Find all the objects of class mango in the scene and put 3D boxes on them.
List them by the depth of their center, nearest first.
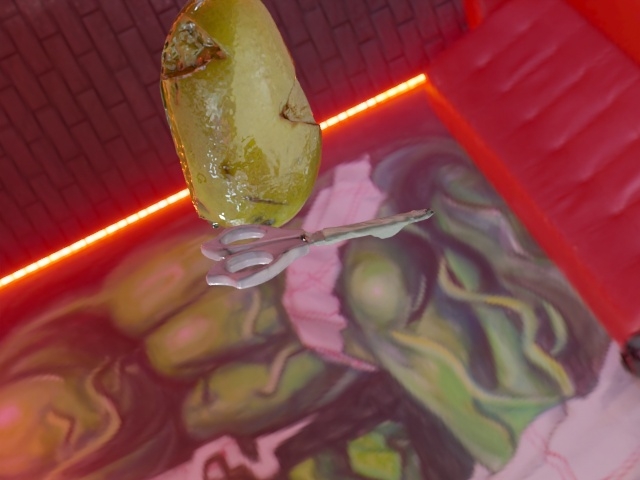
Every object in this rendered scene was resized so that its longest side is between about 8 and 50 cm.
[{"bbox_3d":[-0.085,-0.135,1.072,0.130,0.167,0.262,23,134,57],"label":"mango"}]

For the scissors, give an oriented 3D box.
[{"bbox_3d":[0.000,-0.001,0.914,0.110,0.212,0.021,-115,16,-62],"label":"scissors"}]
